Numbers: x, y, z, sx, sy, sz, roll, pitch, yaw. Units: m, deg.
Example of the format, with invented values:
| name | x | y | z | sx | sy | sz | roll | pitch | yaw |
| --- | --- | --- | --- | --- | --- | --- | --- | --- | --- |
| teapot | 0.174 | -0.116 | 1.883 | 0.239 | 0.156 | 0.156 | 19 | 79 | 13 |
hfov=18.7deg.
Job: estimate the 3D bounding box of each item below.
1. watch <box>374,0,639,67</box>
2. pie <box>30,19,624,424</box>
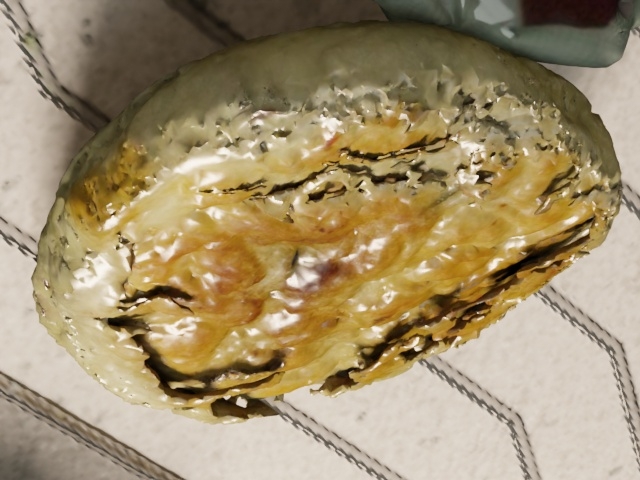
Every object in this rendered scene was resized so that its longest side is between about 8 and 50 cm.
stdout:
| name | x | y | z | sx | sy | sz | roll | pitch | yaw |
| --- | --- | --- | --- | --- | --- | --- | --- | --- | --- |
| watch | 0.082 | -0.192 | 0.769 | 0.253 | 0.161 | 0.241 | 14 | 127 | -28 |
| pie | 0.000 | 0.000 | 0.854 | 0.274 | 0.055 | 0.274 | -10 | 148 | -7 |
